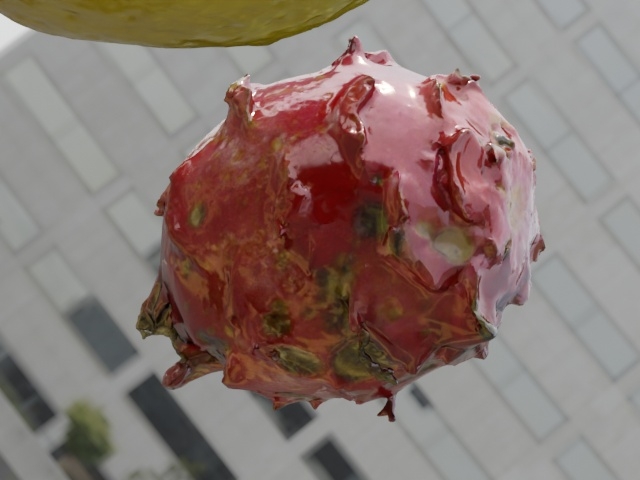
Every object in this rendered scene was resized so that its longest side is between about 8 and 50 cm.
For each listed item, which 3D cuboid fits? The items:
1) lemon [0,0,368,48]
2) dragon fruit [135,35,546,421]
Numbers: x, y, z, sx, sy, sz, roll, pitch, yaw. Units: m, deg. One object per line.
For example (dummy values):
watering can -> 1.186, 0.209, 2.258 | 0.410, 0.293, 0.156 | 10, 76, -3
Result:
lemon -> -0.054, -0.187, 0.763 | 0.233, 0.288, 0.233 | 172, -90, -73
dragon fruit -> 0.000, 0.000, 1.126 | 0.210, 0.268, 0.205 | 54, 28, -12
